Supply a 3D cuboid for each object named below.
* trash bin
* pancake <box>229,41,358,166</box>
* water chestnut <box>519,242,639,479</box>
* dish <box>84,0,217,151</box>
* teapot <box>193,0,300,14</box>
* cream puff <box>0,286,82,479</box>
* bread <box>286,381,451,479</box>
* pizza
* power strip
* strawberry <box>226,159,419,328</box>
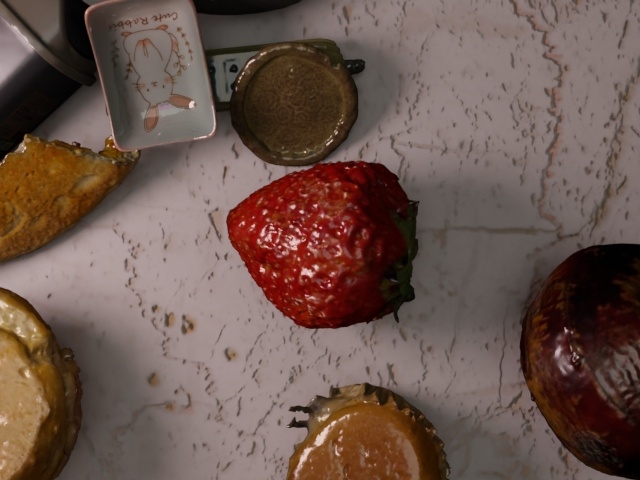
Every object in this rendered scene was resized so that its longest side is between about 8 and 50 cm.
[{"bbox_3d":[-0.446,-0.242,1.670,0.290,0.209,0.182,-44,84,4],"label":"trash bin"},{"bbox_3d":[-0.037,-0.194,1.716,0.199,0.021,0.199,-2,121,-4],"label":"pancake"},{"bbox_3d":[0.416,0.176,1.651,0.302,0.350,0.350,-32,89,40],"label":"water chestnut"},{"bbox_3d":[-0.232,-0.243,1.658,0.151,0.077,0.212,-10,111,1],"label":"dish"},{"bbox_3d":[-0.159,-0.518,1.664,0.376,0.305,0.362,-9,79,28],"label":"teapot"},{"bbox_3d":[-0.493,0.234,1.641,0.327,0.231,0.343,3,78,-3],"label":"cream puff"},{"bbox_3d":[0.054,0.397,1.669,0.236,0.183,0.389,7,88,2],"label":"bread"},{"bbox_3d":[-0.425,-0.060,1.685,0.365,0.182,0.074,-32,49,5],"label":"pizza"},{"bbox_3d":[-0.126,-0.238,1.742,0.387,0.066,0.092,-6,91,-1],"label":"power strip"},{"bbox_3d":[0.000,0.000,1.651,0.277,0.257,0.257,8,88,10],"label":"strawberry"}]
